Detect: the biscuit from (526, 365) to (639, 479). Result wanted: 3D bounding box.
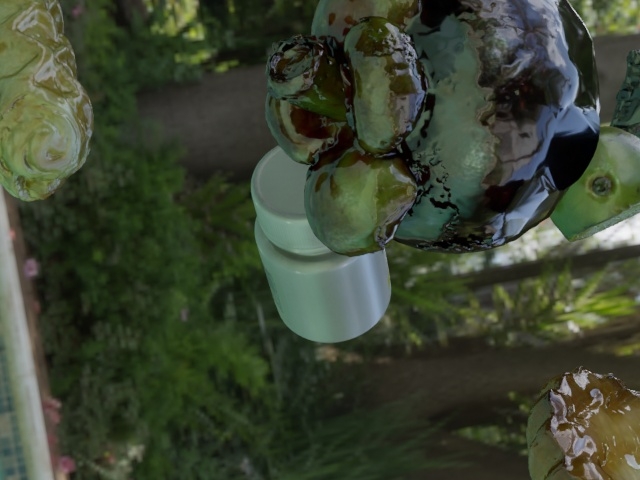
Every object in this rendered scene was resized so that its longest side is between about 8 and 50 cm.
[{"bbox_3d":[0.358,0.292,1.376,0.107,0.326,0.325,-51,-141,30],"label":"biscuit"}]

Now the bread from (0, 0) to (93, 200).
[{"bbox_3d":[-0.314,-0.162,1.253,0.267,0.130,0.152,66,-31,34],"label":"bread"}]

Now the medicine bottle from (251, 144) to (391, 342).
[{"bbox_3d":[0.000,0.000,2.035,0.339,0.208,0.208,77,-4,-52],"label":"medicine bottle"}]

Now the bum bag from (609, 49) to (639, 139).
[{"bbox_3d":[0.605,-0.266,2.305,0.049,0.087,0.197,-72,172,-60],"label":"bum bag"}]

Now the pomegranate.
[{"bbox_3d":[0.470,-0.107,1.973,0.190,0.241,0.159,-41,-112,58],"label":"pomegranate"}]

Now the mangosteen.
[{"bbox_3d":[0.145,-0.159,1.461,0.381,0.421,0.380,12,-68,31],"label":"mangosteen"}]
